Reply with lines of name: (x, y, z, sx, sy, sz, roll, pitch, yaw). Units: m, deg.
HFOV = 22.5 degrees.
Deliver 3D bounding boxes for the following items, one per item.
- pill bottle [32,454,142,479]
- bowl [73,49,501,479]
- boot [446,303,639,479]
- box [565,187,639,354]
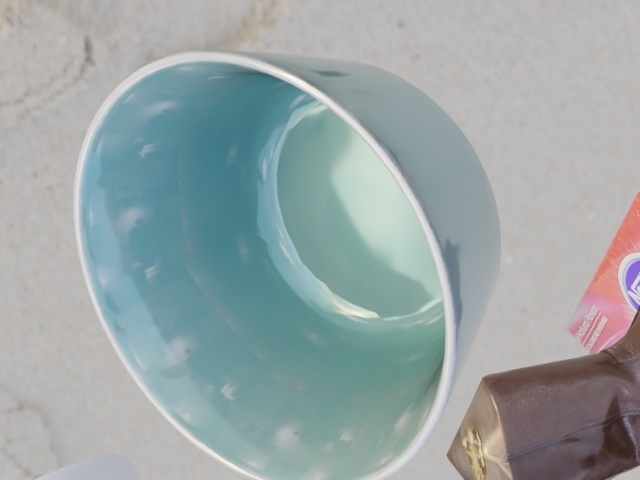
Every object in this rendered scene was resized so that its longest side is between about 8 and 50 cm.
pill bottle: (-0.138, 0.358, 1.205, 0.210, 0.363, 0.210, -27, 163, -9)
bowl: (0.000, 0.000, 1.099, 0.163, 0.311, 0.311, -30, 149, -47)
boot: (0.093, 0.036, 0.551, 0.114, 0.037, 0.106, -14, 94, -20)
box: (0.266, 0.012, 0.942, 0.142, 0.154, 0.300, -38, 164, -16)
